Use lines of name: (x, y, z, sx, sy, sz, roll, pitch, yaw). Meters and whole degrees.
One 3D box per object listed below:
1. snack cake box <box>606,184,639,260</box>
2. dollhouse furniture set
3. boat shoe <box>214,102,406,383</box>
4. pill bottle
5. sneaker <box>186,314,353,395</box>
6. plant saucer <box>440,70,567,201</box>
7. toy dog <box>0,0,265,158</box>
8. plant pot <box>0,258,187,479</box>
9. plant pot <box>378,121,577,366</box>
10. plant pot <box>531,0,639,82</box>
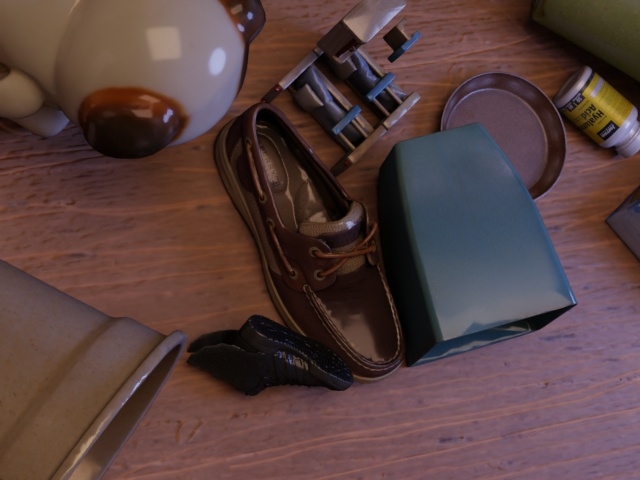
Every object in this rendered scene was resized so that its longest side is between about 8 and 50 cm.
snack cake box: (0.501, -0.059, 2.008, 0.264, 0.089, 0.152, -43, 94, -23)
dollhouse furniture set: (0.041, -0.177, 1.815, 0.129, 0.183, 0.129, 46, 67, -5)
boat shoe: (0.000, 0.000, 1.792, 0.123, 0.123, 0.342, -26, 87, -23)
pill bottle: (0.349, -0.156, 1.988, 0.116, 0.065, 0.065, 39, 68, -8)
sneaker: (-0.055, 0.138, 1.771, 0.170, 0.089, 0.051, 30, 28, -19)
plant saucer: (0.218, -0.121, 1.951, 0.168, 0.029, 0.168, 5, 75, -19)
toy dog: (-0.252, -0.260, 1.627, 0.408, 0.395, 0.284, 38, 59, 1)
plant pot: (-0.346, 0.139, 1.552, 0.305, 0.334, 0.334, 36, 68, 3)
plant pot: (0.155, -0.001, 1.822, 0.165, 0.165, 0.234, -15, 79, -12)
plant pot: (0.405, -0.306, 1.956, 0.254, 0.276, 0.276, 23, 71, -2)
